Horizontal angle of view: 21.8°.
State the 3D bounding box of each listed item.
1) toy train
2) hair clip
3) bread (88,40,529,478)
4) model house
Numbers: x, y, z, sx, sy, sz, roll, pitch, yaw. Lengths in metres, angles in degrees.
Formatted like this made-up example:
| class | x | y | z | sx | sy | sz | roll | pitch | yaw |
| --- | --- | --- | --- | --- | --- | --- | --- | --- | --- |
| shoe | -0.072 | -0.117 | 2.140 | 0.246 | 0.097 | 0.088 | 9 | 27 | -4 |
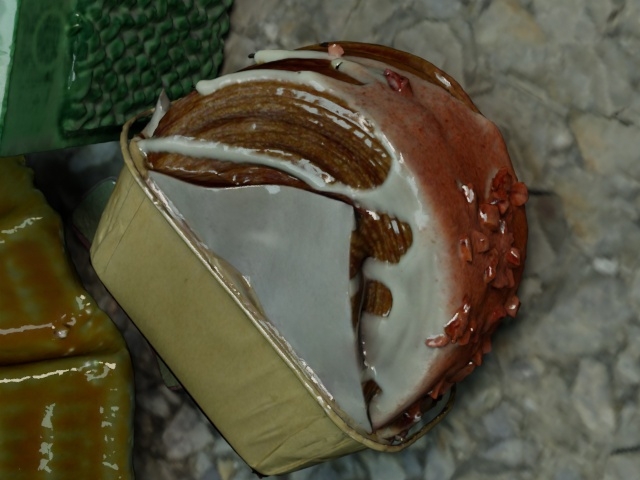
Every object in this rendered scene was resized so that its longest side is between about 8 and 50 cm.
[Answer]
| class | x | y | z | sx | sy | sz | roll | pitch | yaw |
| --- | --- | --- | --- | --- | --- | --- | --- | --- | --- |
| toy train | -0.178 | -0.137 | 0.899 | 0.202 | 0.266 | 0.145 | 15 | 103 | 20 |
| hair clip | -0.104 | 0.025 | 1.001 | 0.054 | 0.022 | 0.137 | -42 | 72 | 27 |
| bread | 0.000 | 0.000 | 0.869 | 0.224 | 0.142 | 0.212 | 50 | 121 | 8 |
| model house | -0.211 | 0.075 | 0.985 | 0.239 | 0.173 | 0.268 | 9 | 102 | 32 |
